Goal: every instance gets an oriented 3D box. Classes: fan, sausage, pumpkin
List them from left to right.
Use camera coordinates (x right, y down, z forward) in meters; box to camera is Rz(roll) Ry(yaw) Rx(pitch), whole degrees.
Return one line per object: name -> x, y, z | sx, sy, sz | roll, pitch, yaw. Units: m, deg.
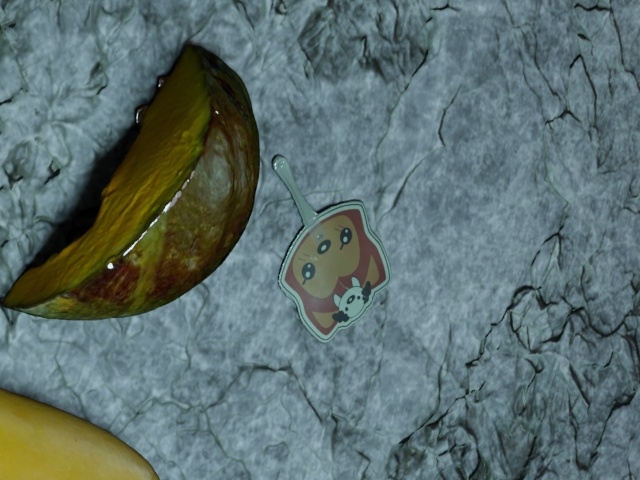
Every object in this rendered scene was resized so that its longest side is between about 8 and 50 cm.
sausage -> -0.250, 0.213, 1.576 | 0.354, 0.116, 0.134 | 27, 48, -44
pumpkin -> -0.122, -0.012, 1.607 | 0.169, 0.148, 0.312 | 44, 76, -34
fan -> 0.000, 0.000, 1.799 | 0.132, 0.009, 0.220 | -43, 125, -24
